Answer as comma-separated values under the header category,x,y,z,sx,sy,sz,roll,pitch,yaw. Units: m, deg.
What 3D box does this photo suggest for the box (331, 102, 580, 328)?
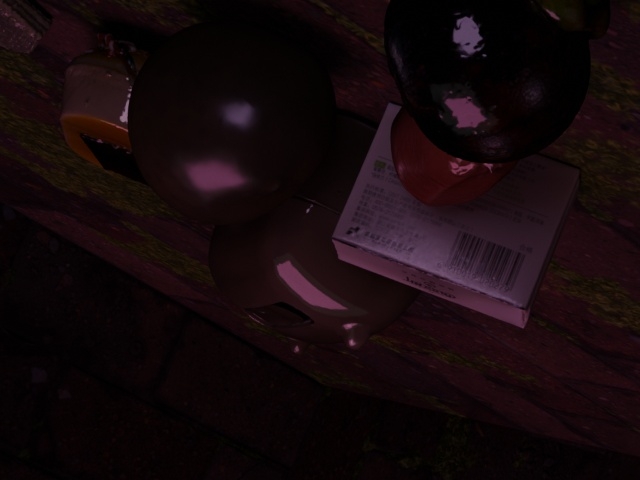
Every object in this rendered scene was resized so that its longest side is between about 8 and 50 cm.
category,x,y,z,sx,sy,sz,roll,pitch,yaw
box,0.169,-0.031,2.146,0.260,0.194,0.111,21,167,14

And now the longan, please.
category,x,y,z,sx,sy,sz,roll,pitch,yaw
longan,-0.107,-0.140,2.068,0.258,0.258,0.258,22,167,5

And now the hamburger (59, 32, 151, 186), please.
category,x,y,z,sx,sy,sz,roll,pitch,yaw
hamburger,-0.247,-0.174,2.384,0.227,0.151,0.295,27,164,0

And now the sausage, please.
category,x,y,z,sx,sy,sz,roll,pitch,yaw
sausage,0.156,-0.116,1.956,0.148,0.148,0.254,25,162,-8

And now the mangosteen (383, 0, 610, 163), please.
category,x,y,z,sx,sy,sz,roll,pitch,yaw
mangosteen,0.164,-0.180,1.579,0.216,0.216,0.216,22,167,5

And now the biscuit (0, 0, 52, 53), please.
category,x,y,z,sx,sy,sz,roll,pitch,yaw
biscuit,-0.460,-0.327,2.373,0.147,0.046,0.250,16,165,28

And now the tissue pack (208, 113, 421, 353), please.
category,x,y,z,sx,sy,sz,roll,pitch,yaw
tissue pack,0.000,0.000,2.399,0.267,0.277,0.387,30,165,-15

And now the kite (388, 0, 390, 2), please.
category,x,y,z,sx,sy,sz,roll,pitch,yaw
kite,0.080,-0.261,1.789,0.090,0.004,0.122,27,167,-14
